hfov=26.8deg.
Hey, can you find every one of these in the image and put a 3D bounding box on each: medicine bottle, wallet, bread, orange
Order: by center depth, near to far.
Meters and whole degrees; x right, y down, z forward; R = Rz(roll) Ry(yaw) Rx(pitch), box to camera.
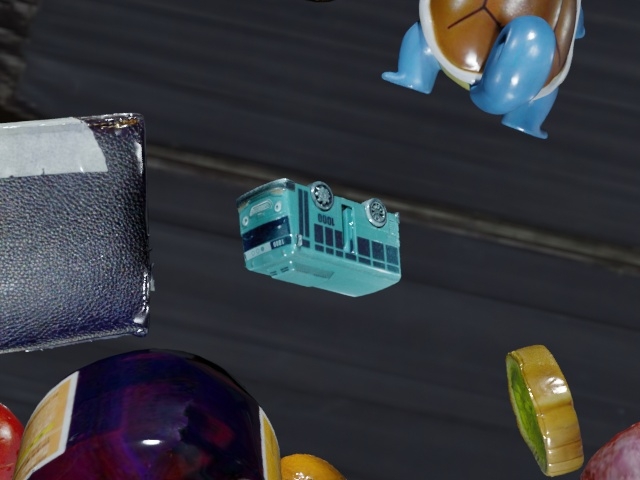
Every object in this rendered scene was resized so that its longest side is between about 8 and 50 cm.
[{"bbox_3d":[-0.147,0.261,1.062,0.395,0.243,0.242,-91,12,-68],"label":"medicine bottle"},{"bbox_3d":[-0.285,-0.003,1.377,0.071,0.221,0.262,-123,32,-56],"label":"wallet"},{"bbox_3d":[-0.030,0.436,2.141,0.161,0.193,0.193,-90,13,-88],"label":"orange"},{"bbox_3d":[0.377,0.287,2.274,0.236,0.070,0.236,164,90,-88],"label":"bread"}]

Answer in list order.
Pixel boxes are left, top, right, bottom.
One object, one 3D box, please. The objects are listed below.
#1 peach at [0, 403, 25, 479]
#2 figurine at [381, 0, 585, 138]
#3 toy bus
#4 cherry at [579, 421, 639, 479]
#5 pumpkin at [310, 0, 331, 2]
[{"bbox_3d":[-0.509,0.314,1.945,0.197,0.197,0.197,12,-90,-88],"label":"peach"},{"bbox_3d":[0.208,-0.279,1.646,0.243,0.298,0.416,112,171,-49],"label":"figurine"},{"bbox_3d":[0.000,0.000,2.090,0.128,0.256,0.147,-22,63,42],"label":"toy bus"},{"bbox_3d":[0.409,0.307,1.618,0.175,0.192,0.249,-17,-49,-51],"label":"cherry"},{"bbox_3d":[0.005,-0.347,1.622,0.119,0.108,0.183,-66,16,-2],"label":"pumpkin"}]
